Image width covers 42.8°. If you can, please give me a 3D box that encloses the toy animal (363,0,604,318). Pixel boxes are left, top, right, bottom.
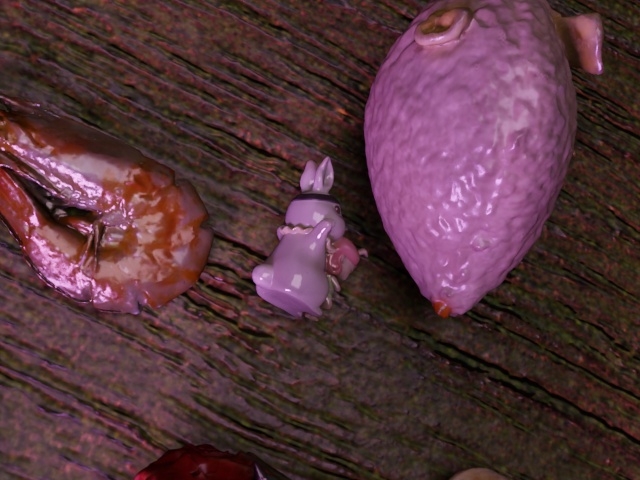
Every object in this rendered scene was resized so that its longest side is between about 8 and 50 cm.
[{"bbox_3d":[0.140,-0.106,0.780,0.188,0.226,0.358,6,75,-13],"label":"toy animal"}]

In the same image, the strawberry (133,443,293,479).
[{"bbox_3d":[-0.071,0.317,0.588,0.292,0.292,0.310,39,65,-3],"label":"strawberry"}]

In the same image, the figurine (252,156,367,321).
[{"bbox_3d":[-0.006,0.002,0.807,0.098,0.081,0.146,51,55,-46],"label":"figurine"}]

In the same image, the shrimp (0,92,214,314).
[{"bbox_3d":[-0.238,-0.041,0.751,0.294,0.062,0.154,32,76,-7],"label":"shrimp"}]

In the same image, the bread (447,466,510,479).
[{"bbox_3d":[0.159,0.376,0.758,0.316,0.054,0.316,4,75,-16],"label":"bread"}]
